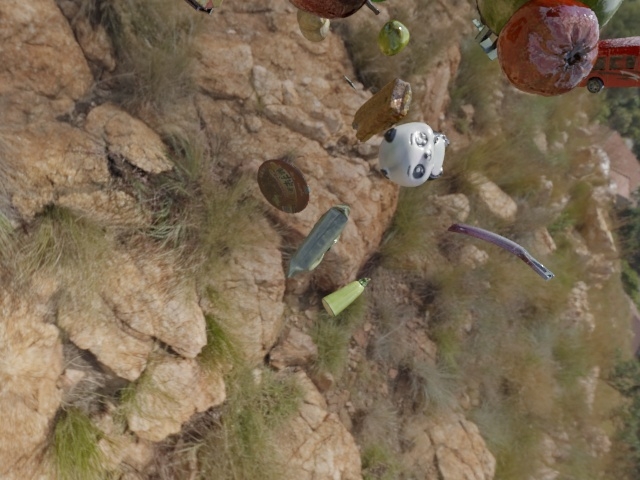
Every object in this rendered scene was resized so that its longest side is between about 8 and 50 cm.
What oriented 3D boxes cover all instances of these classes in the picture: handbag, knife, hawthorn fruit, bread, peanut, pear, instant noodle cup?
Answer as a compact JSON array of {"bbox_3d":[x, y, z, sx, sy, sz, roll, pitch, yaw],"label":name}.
[{"bbox_3d":[0.003,-0.003,1.509,0.109,0.315,0.253,37,13,1],"label":"handbag"},{"bbox_3d":[0.464,0.016,1.078,0.123,0.278,0.053,10,110,-56],"label":"knife"},{"bbox_3d":[0.399,-0.374,0.789,0.165,0.165,0.285,39,27,-21],"label":"hawthorn fruit"},{"bbox_3d":[0.035,-0.591,0.918,0.266,0.210,0.230,28,52,-41],"label":"hawthorn fruit"},{"bbox_3d":[0.243,-0.523,1.760,0.109,0.380,0.185,18,78,-20],"label":"bread"},{"bbox_3d":[-0.025,-0.858,1.629,0.137,0.122,0.253,51,8,-2],"label":"peanut"},{"bbox_3d":[0.198,-0.560,1.144,0.092,0.097,0.092,1,74,-2],"label":"pear"},{"bbox_3d":[-0.147,-0.255,1.858,0.274,0.274,0.090,51,45,-13],"label":"instant noodle cup"}]

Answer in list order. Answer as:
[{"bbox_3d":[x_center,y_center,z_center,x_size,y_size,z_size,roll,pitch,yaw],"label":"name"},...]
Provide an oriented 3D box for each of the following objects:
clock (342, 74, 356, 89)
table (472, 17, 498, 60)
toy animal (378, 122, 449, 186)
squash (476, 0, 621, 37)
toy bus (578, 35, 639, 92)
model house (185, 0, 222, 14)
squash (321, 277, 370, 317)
[{"bbox_3d":[0.115,-0.613,1.626,0.074,0.010,0.083,50,13,18],"label":"clock"},{"bbox_3d":[0.617,-0.768,1.493,0.063,0.146,0.175,-31,83,-13],"label":"table"},{"bbox_3d":[0.349,-0.330,1.625,0.310,0.251,0.250,-7,80,-52],"label":"toy animal"},{"bbox_3d":[0.452,-0.540,0.756,0.310,0.311,0.309,65,20,-2],"label":"squash"},{"bbox_3d":[0.618,-0.346,0.817,0.081,0.195,0.089,-34,123,-20],"label":"toy bus"},{"bbox_3d":[-0.317,-0.739,1.122,0.208,0.136,0.219,28,96,-13],"label":"model house"},{"bbox_3d":[0.116,0.223,1.750,0.224,0.094,0.094,-34,98,-10],"label":"squash"}]
